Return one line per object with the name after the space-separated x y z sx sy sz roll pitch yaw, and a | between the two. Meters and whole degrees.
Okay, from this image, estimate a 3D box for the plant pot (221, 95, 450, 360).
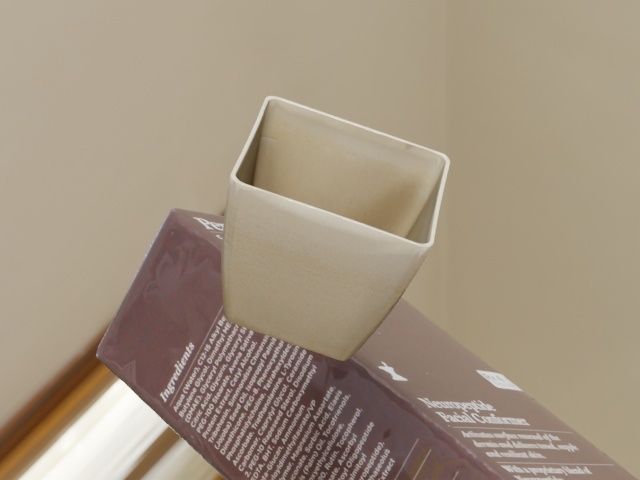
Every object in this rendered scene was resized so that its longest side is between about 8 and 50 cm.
0.000 0.000 0.912 0.109 0.109 0.096 19 -61 0 | plant pot

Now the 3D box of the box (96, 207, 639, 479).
0.041 0.134 1.174 0.381 0.143 0.191 36 15 34 | box
